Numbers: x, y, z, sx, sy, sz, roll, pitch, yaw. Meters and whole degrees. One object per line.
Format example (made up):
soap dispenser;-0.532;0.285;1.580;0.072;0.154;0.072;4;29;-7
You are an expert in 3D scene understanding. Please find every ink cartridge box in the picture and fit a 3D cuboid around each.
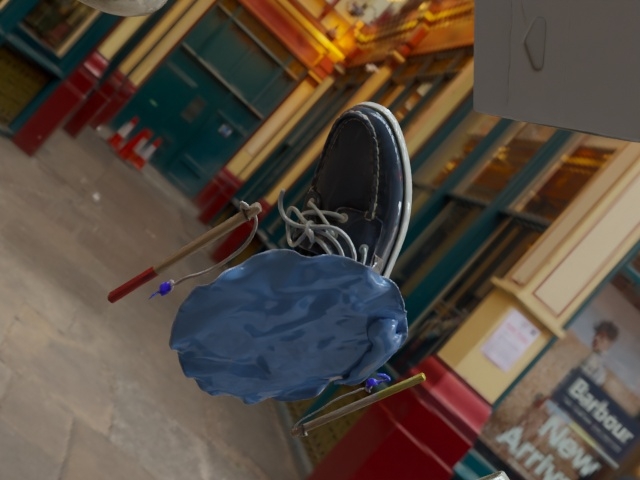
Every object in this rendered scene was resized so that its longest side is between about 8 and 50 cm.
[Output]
ink cartridge box;0.193;-0.171;0.601;0.127;0.176;0.128;16;-44;26

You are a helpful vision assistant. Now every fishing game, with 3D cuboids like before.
fishing game;-0.024;0.065;0.688;0.264;0.189;0.041;42;26;-40

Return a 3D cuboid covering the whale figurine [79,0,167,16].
whale figurine;-0.265;-0.340;0.908;0.272;0.141;0.216;14;27;-38

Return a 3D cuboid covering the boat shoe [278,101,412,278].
boat shoe;0.010;0.007;0.765;0.079;0.255;0.095;-9;29;-46

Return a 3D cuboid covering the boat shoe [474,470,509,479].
boat shoe;0.065;0.316;0.880;0.109;0.302;0.094;64;7;-76
